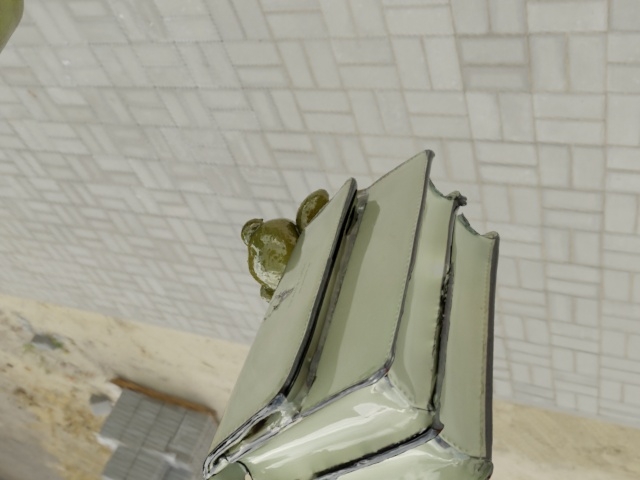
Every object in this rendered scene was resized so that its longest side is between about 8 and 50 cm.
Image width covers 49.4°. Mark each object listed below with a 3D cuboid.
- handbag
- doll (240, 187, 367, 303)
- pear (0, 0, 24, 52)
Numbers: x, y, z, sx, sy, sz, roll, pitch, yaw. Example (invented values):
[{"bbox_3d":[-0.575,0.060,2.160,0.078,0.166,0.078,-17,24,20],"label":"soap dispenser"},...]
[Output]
[{"bbox_3d":[0.037,0.085,0.695,0.237,0.358,0.160,-34,110,32],"label":"handbag"},{"bbox_3d":[0.000,0.000,0.947,0.209,0.097,0.137,-19,101,2],"label":"doll"},{"bbox_3d":[-0.561,-0.315,0.920,0.269,0.321,0.269,22,126,33],"label":"pear"}]
